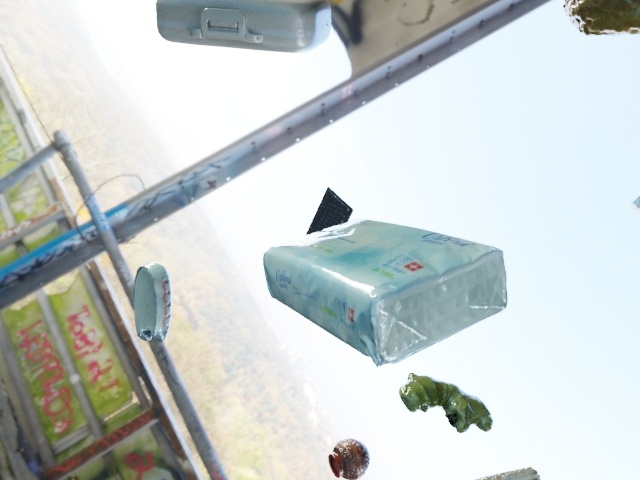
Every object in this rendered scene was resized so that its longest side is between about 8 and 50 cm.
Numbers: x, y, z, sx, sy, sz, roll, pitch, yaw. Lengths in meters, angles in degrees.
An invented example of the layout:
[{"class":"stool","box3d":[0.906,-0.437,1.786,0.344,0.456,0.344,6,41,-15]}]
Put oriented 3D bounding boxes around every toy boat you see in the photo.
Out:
[{"class":"toy boat","box3d":[-0.428,0.159,1.368,0.134,0.079,0.207,-11,-99,46]}]

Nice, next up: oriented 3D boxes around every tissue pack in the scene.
[{"class":"tissue pack","box3d":[0.060,0.040,0.627,0.263,0.177,0.089,22,-55,59]}]

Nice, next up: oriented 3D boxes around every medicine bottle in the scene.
[{"class":"medicine bottle","box3d":[-0.172,-0.515,1.216,0.282,0.375,0.123,-64,161,-58]}]

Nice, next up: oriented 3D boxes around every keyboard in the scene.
[{"class":"keyboard","box3d":[0.000,0.000,0.926,0.067,0.011,0.202,44,-47,20]}]

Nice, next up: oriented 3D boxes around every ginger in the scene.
[{"class":"ginger","box3d":[0.332,0.429,1.379,0.290,0.137,0.089,30,-44,-13]}]

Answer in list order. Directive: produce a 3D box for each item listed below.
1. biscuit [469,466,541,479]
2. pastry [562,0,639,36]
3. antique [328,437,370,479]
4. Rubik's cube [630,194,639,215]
[{"class":"biscuit","box3d":[0.356,0.547,1.140,0.108,0.239,0.061,72,4,-58]},{"class":"pastry","box3d":[0.472,-0.361,0.738,0.235,0.240,0.132,-47,140,-58]},{"class":"antique","box3d":[0.075,0.539,1.295,0.104,0.104,0.104,58,-8,13]},{"class":"Rubik's cube","box3d":[0.892,-0.079,1.273,0.163,0.160,0.162,38,24,4]}]
